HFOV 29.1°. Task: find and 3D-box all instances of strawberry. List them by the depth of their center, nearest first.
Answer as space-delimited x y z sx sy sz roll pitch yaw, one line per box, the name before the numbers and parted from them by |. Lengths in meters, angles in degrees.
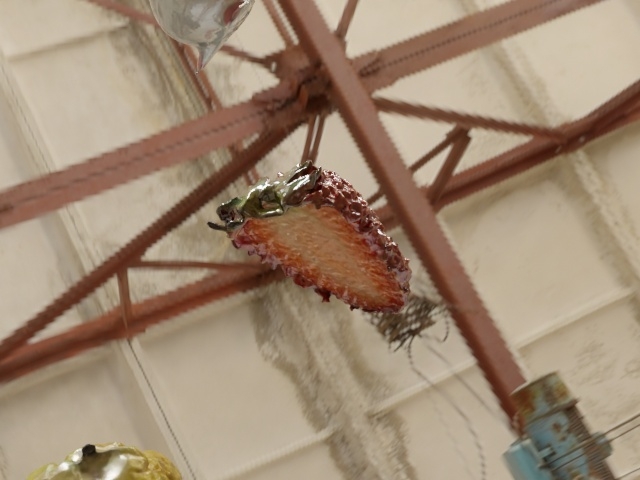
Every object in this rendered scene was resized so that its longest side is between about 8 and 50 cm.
strawberry | 0.000 -0.005 1.287 0.167 0.208 0.087 -13 -133 33

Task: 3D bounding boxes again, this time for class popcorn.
popcorn | -0.196 0.255 1.119 0.167 0.152 0.148 -3 -144 2

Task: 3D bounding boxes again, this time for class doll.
doll | -0.121 -0.248 1.047 0.107 0.110 0.180 -39 -89 -23
